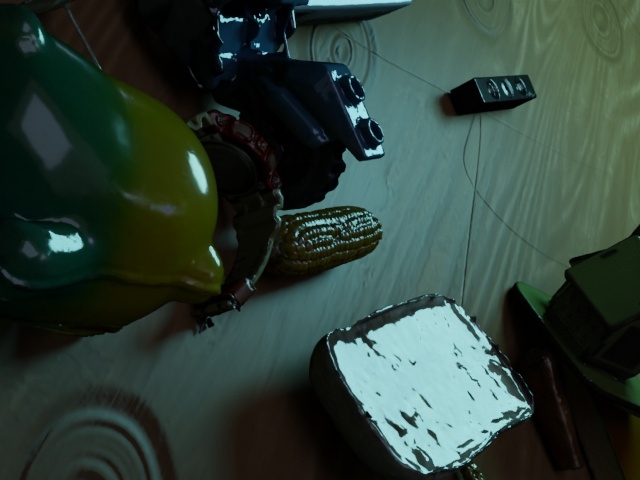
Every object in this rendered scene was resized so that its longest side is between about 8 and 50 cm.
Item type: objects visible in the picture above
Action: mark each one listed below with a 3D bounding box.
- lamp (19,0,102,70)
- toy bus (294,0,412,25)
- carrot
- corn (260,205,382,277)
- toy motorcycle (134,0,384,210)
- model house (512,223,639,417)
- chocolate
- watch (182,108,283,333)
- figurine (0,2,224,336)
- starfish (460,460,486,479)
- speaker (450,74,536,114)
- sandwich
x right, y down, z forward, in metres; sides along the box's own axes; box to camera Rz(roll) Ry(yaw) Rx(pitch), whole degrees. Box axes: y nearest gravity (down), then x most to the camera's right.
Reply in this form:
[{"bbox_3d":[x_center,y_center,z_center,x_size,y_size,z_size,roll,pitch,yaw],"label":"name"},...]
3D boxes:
[{"bbox_3d":[-0.215,-0.147,1.225,0.198,0.056,0.050,66,31,-17],"label":"lamp"},{"bbox_3d":[-0.007,-0.334,1.563,0.330,0.109,0.136,-17,93,-55],"label":"toy bus"},{"bbox_3d":[0.297,0.216,1.649,0.055,0.055,0.161,-7,81,-55],"label":"carrot"},{"bbox_3d":[0.000,0.000,1.373,0.207,0.068,0.068,-10,76,-56],"label":"corn"},{"bbox_3d":[-0.051,-0.246,1.322,0.172,0.232,0.416,-11,78,-61],"label":"toy motorcycle"},{"bbox_3d":[0.433,0.059,1.681,0.205,0.278,0.218,24,26,-42],"label":"model house"},{"bbox_3d":[0.100,0.163,1.373,0.303,0.100,0.185,-13,68,-58],"label":"chocolate"},{"bbox_3d":[-0.121,-0.001,1.205,0.165,0.102,0.268,39,49,-34],"label":"watch"},{"bbox_3d":[-0.225,-0.056,0.957,0.340,0.231,0.323,20,25,-41],"label":"figurine"},{"bbox_3d":[0.190,0.393,1.370,0.358,0.078,0.347,46,40,-24],"label":"starfish"},{"bbox_3d":[0.254,-0.214,1.879,0.191,0.046,0.040,-15,82,-57],"label":"speaker"},{"bbox_3d":[0.396,0.286,1.725,0.193,0.058,0.162,36,43,-33],"label":"sandwich"}]
